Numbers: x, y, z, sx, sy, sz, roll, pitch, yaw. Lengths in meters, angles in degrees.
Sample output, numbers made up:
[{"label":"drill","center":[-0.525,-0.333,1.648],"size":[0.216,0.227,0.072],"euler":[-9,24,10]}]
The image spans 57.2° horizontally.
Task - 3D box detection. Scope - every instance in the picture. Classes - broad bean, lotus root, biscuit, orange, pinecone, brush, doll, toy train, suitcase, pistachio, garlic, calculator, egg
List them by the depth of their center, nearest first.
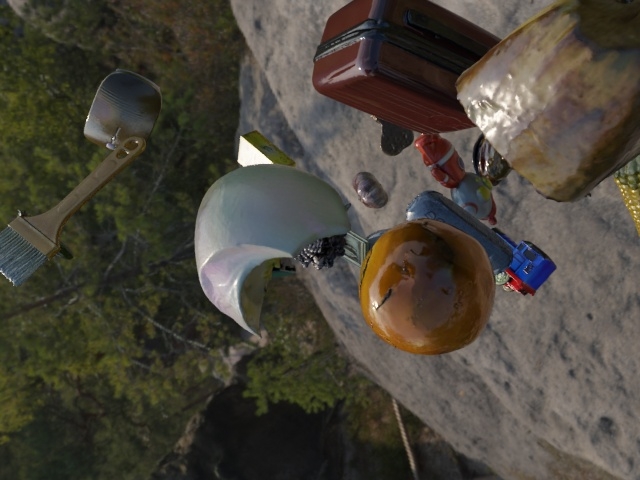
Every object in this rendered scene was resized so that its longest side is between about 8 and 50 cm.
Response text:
[{"label":"lotus root","center":[0.172,-0.088,0.363],"size":[0.135,0.159,0.095],"euler":[114,162,-59]},{"label":"brush","center":[-0.350,-0.057,0.834],"size":[0.103,0.272,0.013],"euler":[30,157,27]},{"label":"egg","center":[-0.104,-0.011,0.846],"size":[0.271,0.161,0.206],"euler":[-43,41,31]},{"label":"suitcase","center":[0.155,-0.300,1.020],"size":[0.236,0.297,0.161],"euler":[9,84,63]},{"label":"orange","center":[0.184,0.080,1.040],"size":[0.246,0.246,0.246],"euler":[15,115,37]},{"label":"biscuit","center":[0.143,-0.345,1.295],"size":[0.183,0.047,0.320],"euler":[-13,108,20]},{"label":"pinecone","center":[-0.001,0.002,1.345],"size":[0.140,0.120,0.140],"euler":[-17,61,34]},{"label":"toy train","center":[0.467,0.044,1.458],"size":[0.131,0.082,0.204],"euler":[-51,43,12]},{"label":"doll","center":[0.382,-0.168,1.602],"size":[0.105,0.200,0.336],"euler":[-30,106,36]},{"label":"broad bean","center":[-0.814,-0.014,1.729],"size":[0.065,0.046,0.254],"euler":[6,149,24]},{"label":"pistachio","center":[0.574,-0.272,1.901],"size":[0.165,0.131,0.210],"euler":[4,120,3]},{"label":"calculator","center":[-0.216,0.096,1.944],"size":[0.248,0.274,0.058],"euler":[-9,82,12]},{"label":"garlic","center":[0.178,-0.182,2.170],"size":[0.102,0.147,0.159],"euler":[-35,66,3]}]

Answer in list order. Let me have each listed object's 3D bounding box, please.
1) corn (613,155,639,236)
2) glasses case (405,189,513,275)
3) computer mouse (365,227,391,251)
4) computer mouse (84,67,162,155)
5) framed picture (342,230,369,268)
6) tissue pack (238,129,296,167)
[{"label":"corn","center":[0.459,-0.043,0.780],"size":[0.260,0.091,0.091],"euler":[52,164,-31]},{"label":"glasses case","center":[0.322,-0.013,1.359],"size":[0.282,0.067,0.109],"euler":[36,133,-12]},{"label":"computer mouse","center":[0.274,0.048,1.778],"size":[0.297,0.121,0.184],"euler":[39,149,-15]},{"label":"computer mouse","center":[-0.410,-0.250,1.213],"size":[0.245,0.125,0.056],"euler":[-40,36,47]},{"label":"framed picture","center":[0.041,-0.004,1.720],"size":[0.232,0.019,0.296],"euler":[32,167,14]},{"label":"tissue pack","center":[-0.152,-0.221,1.652],"size":[0.176,0.062,0.095],"euler":[40,140,24]}]
